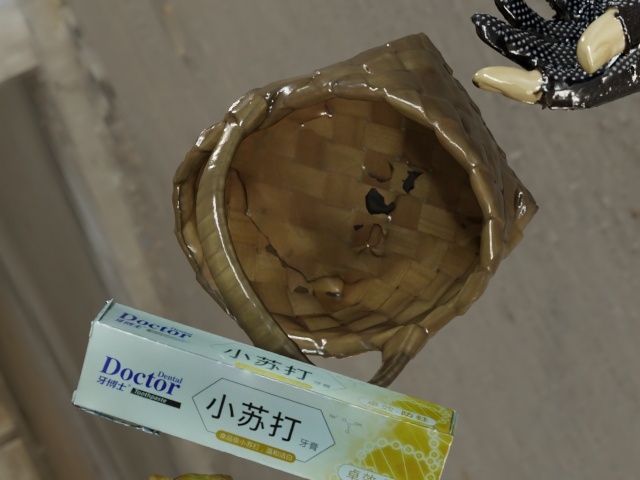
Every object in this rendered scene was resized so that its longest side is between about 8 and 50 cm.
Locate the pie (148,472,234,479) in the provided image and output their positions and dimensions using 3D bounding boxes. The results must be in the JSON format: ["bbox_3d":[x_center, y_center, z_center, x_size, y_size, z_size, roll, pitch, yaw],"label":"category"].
[{"bbox_3d":[-0.089,0.260,0.995,0.103,0.354,0.288,33,106,42],"label":"pie"}]

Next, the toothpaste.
[{"bbox_3d":[-0.046,0.139,1.549,0.071,0.313,0.089,-64,-9,-70],"label":"toothpaste"}]

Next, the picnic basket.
[{"bbox_3d":[0.000,0.000,1.710,0.293,0.337,0.337,55,169,-13],"label":"picnic basket"}]

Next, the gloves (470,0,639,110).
[{"bbox_3d":[0.186,-0.139,1.294,0.129,0.180,0.106,51,167,43],"label":"gloves"}]
